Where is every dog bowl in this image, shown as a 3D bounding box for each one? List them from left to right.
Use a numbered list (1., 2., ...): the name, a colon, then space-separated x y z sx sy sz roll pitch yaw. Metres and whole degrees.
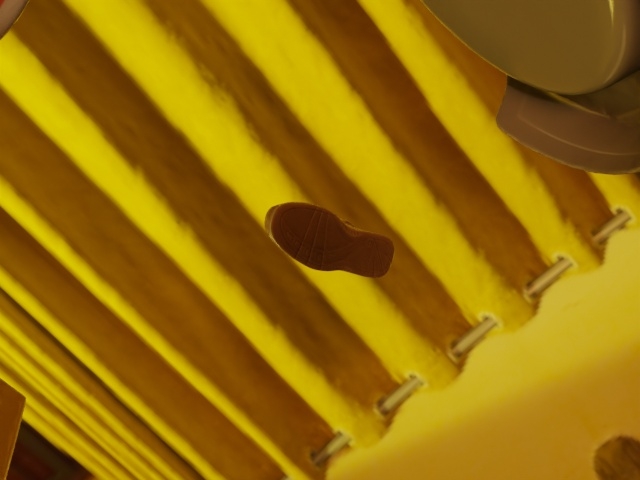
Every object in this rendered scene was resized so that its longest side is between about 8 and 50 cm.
1. dog bowl: 0.108 -0.204 0.621 0.102 0.349 0.349 -40 -159 -10

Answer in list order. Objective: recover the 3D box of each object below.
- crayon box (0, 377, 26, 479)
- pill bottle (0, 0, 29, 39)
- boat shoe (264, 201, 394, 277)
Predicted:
1. crayon box: -0.374 0.237 0.972 0.323 0.083 0.203 -48 -163 6
2. pill bottle: -0.256 -0.191 0.551 0.124 0.221 0.124 -27 -129 40
3. boat shoe: 0.000 0.000 1.096 0.059 0.170 0.063 15 -95 47
